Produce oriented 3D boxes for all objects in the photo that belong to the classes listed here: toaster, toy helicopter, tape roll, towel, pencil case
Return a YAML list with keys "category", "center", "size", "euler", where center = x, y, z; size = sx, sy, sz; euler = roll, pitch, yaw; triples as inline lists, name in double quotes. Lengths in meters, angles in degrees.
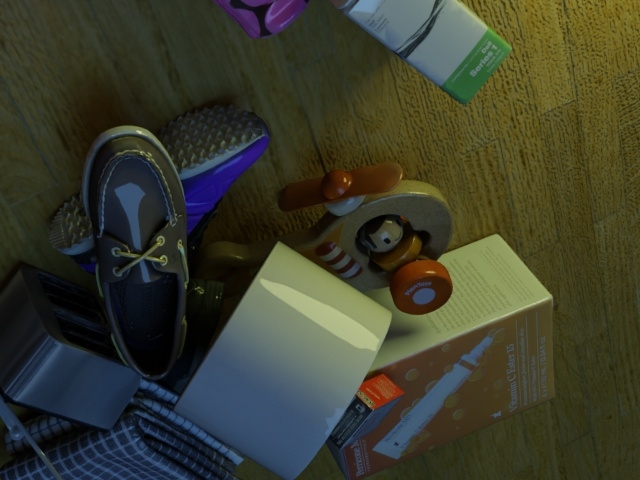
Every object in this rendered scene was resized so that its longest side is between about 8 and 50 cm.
- category: "toaster"
  center: [-0.328, 0.132, 1.454]
  size: [0.185, 0.168, 0.110]
  euler: [28, 106, -41]
- category: "toy helicopter"
  center: [0.000, 0.000, 1.550]
  size: [0.355, 0.140, 0.235]
  euler: [-13, 137, -2]
- category: "tape roll"
  center: [-0.047, 0.145, 1.432]
  size: [0.169, 0.246, 0.246]
  euler: [32, 110, -3]
- category: "towel"
  center: [-0.261, 0.318, 1.625]
  size: [0.235, 0.121, 0.283]
  euler: [-27, 137, 21]
- category: "pencil case"
  center: [-0.102, -0.302, 1.284]
  size: [0.209, 0.095, 0.098]
  euler: [36, 73, -41]

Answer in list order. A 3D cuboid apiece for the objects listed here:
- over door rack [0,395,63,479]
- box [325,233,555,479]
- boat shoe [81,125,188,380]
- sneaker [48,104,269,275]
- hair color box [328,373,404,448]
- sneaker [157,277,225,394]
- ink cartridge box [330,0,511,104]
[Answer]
- category: "over door rack"
  center: [-0.435, 0.313, 1.416]
  size: [0.239, 0.324, 0.108]
  euler: [-35, 161, -24]
- category: "box"
  center: [0.152, 0.171, 1.728]
  size: [0.345, 0.168, 0.215]
  euler: [-21, 131, -11]
- category: "boat shoe"
  center: [-0.205, 0.021, 1.351]
  size: [0.116, 0.097, 0.324]
  euler: [-8, 131, -12]
- category: "sneaker"
  center: [-0.174, -0.046, 1.443]
  size: [0.293, 0.102, 0.146]
  euler: [-31, 133, 8]
- category: "hair color box"
  center: [0.054, 0.219, 1.525]
  size: [0.072, 0.043, 0.141]
  euler: [-52, 166, 13]
- category: "sneaker"
  center: [-0.211, 0.121, 1.567]
  size: [0.130, 0.087, 0.227]
  euler: [15, 140, -7]
- category: "ink cartridge box"
  center: [0.093, -0.273, 1.358]
  size: [0.219, 0.160, 0.092]
  euler: [30, 106, -41]
